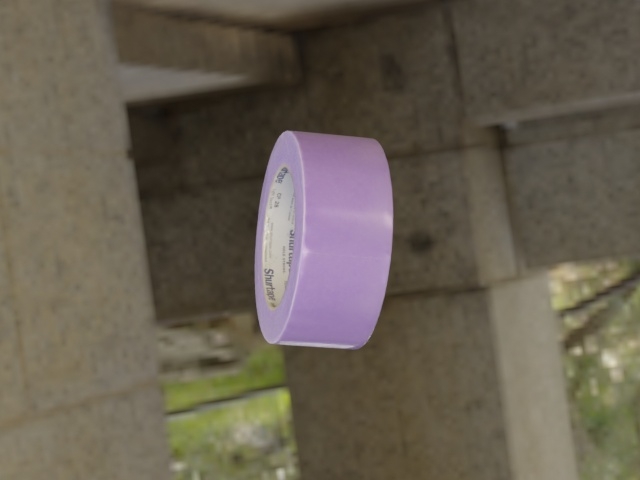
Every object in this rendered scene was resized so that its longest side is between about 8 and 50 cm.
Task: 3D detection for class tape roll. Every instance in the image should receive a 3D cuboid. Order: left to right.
[{"bbox_3d":[0.000,0.000,1.510,0.080,0.189,0.189,5,177,-14],"label":"tape roll"}]
